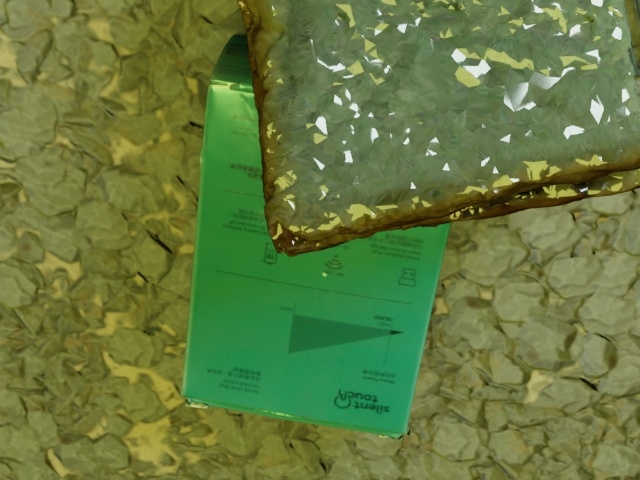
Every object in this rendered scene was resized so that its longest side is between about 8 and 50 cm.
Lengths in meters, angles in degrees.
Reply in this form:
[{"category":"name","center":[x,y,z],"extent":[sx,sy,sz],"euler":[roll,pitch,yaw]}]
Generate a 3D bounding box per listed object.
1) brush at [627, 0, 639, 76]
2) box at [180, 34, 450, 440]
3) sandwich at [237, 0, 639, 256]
[{"category":"brush","center":[0.213,-0.237,0.849],"extent":[0.062,0.027,0.266],"euler":[-15,117,15]},{"category":"box","center":[0.000,0.000,0.962],"extent":[0.205,0.118,0.311],"euler":[10,120,4]},{"category":"sandwich","center":[0.067,-0.170,0.775],"extent":[0.262,0.131,0.325],"euler":[-11,87,3]}]
